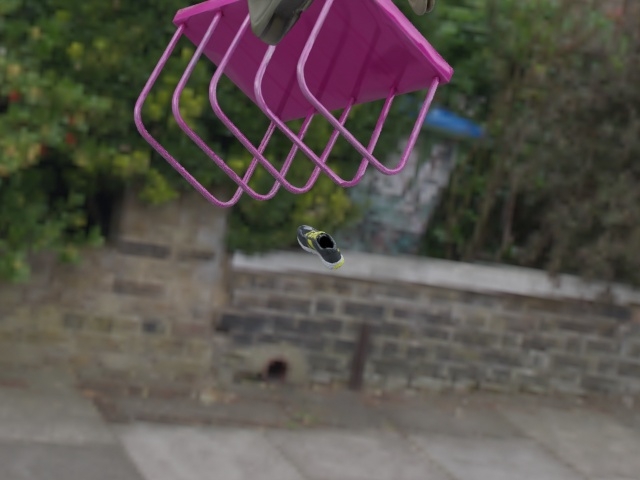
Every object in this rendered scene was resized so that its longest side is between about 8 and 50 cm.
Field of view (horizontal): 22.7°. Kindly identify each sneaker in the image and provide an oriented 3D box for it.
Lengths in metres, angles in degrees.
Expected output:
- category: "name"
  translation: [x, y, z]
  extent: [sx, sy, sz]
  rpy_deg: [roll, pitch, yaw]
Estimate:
- category: "sneaker"
  translation: [0.000, 0.000, 1.935]
  extent: [0.031, 0.035, 0.083]
  rpy_deg: [-33, 48, -22]

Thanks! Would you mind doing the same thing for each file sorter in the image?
- category: "file sorter"
  translation: [-0.040, -0.166, 1.846]
  extent: [0.291, 0.182, 0.202]
  rpy_deg: [-9, -42, 44]

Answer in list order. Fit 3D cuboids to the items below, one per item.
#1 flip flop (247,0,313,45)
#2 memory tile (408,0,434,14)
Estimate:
- category: "flip flop"
  translation: [-0.037, -0.227, 1.108]
  extent: [0.080, 0.112, 0.277]
  rpy_deg: [29, 26, -25]
- category: "memory tile"
  translation: [0.062, -0.211, 0.986]
  extent: [0.012, 0.113, 0.148]
  rpy_deg: [-13, -11, -13]
